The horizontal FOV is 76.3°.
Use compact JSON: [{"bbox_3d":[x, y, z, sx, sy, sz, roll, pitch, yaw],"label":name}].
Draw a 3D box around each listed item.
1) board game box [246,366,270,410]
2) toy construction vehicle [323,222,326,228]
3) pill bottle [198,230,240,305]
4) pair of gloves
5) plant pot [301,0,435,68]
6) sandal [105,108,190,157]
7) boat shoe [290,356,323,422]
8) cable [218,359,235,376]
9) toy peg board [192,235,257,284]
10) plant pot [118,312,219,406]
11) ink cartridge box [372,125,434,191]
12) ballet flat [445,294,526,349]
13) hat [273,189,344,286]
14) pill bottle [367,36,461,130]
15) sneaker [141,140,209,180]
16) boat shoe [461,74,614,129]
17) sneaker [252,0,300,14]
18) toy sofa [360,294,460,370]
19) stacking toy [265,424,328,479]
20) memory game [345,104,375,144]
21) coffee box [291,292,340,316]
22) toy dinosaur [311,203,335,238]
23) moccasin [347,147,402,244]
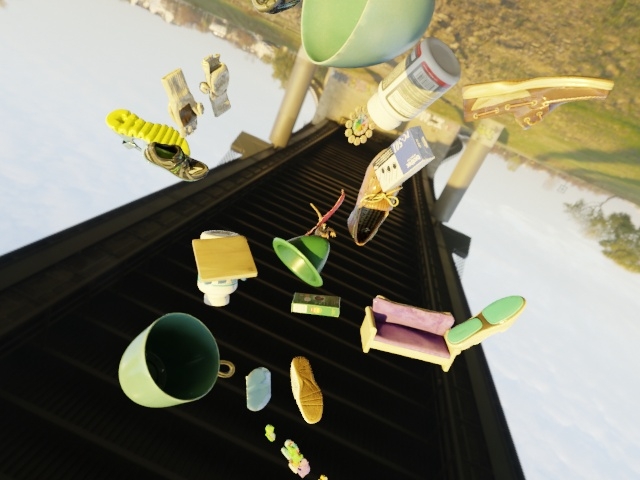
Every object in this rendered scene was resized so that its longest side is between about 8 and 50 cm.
[{"bbox_3d":[-0.263,0.608,1.679,0.033,0.169,0.133,-4,176,37],"label":"board game box"},{"bbox_3d":[-0.009,-0.024,1.892,0.035,0.098,0.086,19,-131,-1],"label":"toy construction vehicle"},{"bbox_3d":[-0.377,0.102,1.514,0.146,0.265,0.146,7,-170,-1],"label":"pill bottle"},{"bbox_3d":[-0.367,-0.450,1.263,0.042,0.204,0.240,30,-127,22],"label":"pair of gloves"},{"bbox_3d":[0.113,-0.479,0.816,0.195,0.291,0.290,5,-151,-29],"label":"plant pot"},{"bbox_3d":[-0.633,-0.371,1.528,0.317,0.138,0.126,27,-120,0],"label":"sandal"},{"bbox_3d":[-0.062,0.612,1.645,0.098,0.096,0.277,5,-140,-22],"label":"boat shoe"},{"bbox_3d":[-0.491,0.500,1.636,0.287,0.072,0.140,2,-106,-35],"label":"cable"},{"bbox_3d":[-0.290,0.074,1.219,0.161,0.079,0.161,-5,-134,-25],"label":"toy peg board"},{"bbox_3d":[-0.534,0.424,1.383,0.293,0.235,0.293,42,-148,-34],"label":"plant pot"},{"bbox_3d":[0.226,-0.224,1.147,0.046,0.207,0.097,-17,-100,-26],"label":"ink cartridge box"},{"bbox_3d":[0.480,0.243,1.171,0.086,0.248,0.086,51,-163,-22],"label":"ballet flat"},{"bbox_3d":[0.000,0.000,1.085,0.173,0.183,0.208,51,160,-18],"label":"hat"},{"bbox_3d":[0.370,-0.627,1.673,0.210,0.362,0.211,15,-119,-30],"label":"pill bottle"},{"bbox_3d":[-0.393,-0.219,1.127,0.188,0.078,0.067,20,-116,-41],"label":"sneaker"},{"bbox_3d":[0.524,-0.342,1.022,0.341,0.123,0.123,10,-156,36],"label":"boat shoe"},{"bbox_3d":[-0.074,-0.746,1.169,0.101,0.267,0.106,65,-164,-2],"label":"sneaker"},{"bbox_3d":[0.348,0.357,1.576,0.361,0.177,0.150,15,-156,-6],"label":"toy sofa"},{"bbox_3d":[-0.073,0.673,1.264,0.052,0.221,0.166,-40,-159,-28],"label":"stacking toy"},{"bbox_3d":[0.186,-0.526,1.861,0.186,0.186,0.012,2,-154,-43],"label":"memory game"},{"bbox_3d":[-0.016,0.249,1.586,0.183,0.041,0.113,5,-166,1],"label":"coffee box"},{"bbox_3d":[0.001,-0.036,1.613,0.112,0.212,0.064,-4,-158,-43],"label":"toy dinosaur"},{"bbox_3d":[0.192,-0.142,1.393,0.139,0.380,0.147,15,-141,-19],"label":"moccasin"}]
